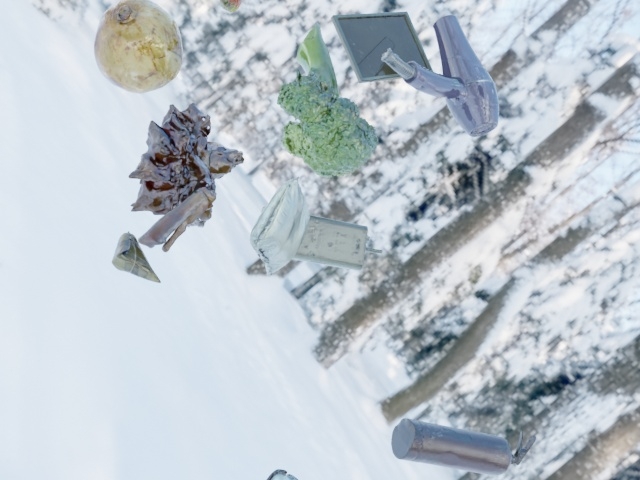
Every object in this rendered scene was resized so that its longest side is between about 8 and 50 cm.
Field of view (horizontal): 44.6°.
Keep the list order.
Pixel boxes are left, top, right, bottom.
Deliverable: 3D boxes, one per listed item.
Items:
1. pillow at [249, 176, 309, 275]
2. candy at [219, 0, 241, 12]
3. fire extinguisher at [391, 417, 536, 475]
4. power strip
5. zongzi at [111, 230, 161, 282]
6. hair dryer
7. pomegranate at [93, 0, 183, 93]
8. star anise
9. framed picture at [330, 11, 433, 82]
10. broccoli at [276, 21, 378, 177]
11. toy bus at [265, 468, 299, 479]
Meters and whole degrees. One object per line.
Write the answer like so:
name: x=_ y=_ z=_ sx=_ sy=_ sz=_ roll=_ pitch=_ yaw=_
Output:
pillow: x=-0.060 y=-0.017 z=1.251 sx=0.051 sy=0.128 sz=0.229 roll=31 pitch=-11 yaw=11
candy: x=-0.180 y=-0.646 z=1.949 sx=0.060 sy=0.201 sz=0.060 roll=36 pitch=35 yaw=-30
fire extinguisher: x=0.259 y=0.361 z=1.376 sx=0.268 sy=0.089 sz=0.072 roll=16 pitch=4 yaw=-22
power strip: x=0.000 y=0.000 z=1.538 sx=0.268 sy=0.092 sz=0.034 roll=10 pitch=-9 yaw=-17
zongzi: x=-0.287 y=0.027 z=1.250 sx=0.083 sy=0.040 sz=0.076 roll=25 pitch=31 yaw=-18
hair dryer: x=0.260 y=-0.398 z=1.772 sx=0.361 sy=0.121 sz=0.301 roll=2 pitch=66 yaw=-48
pomegranate: x=-0.428 y=-0.455 z=1.809 sx=0.215 sy=0.215 sz=0.215 roll=50 pitch=1 yaw=-2
star anise: x=-0.219 y=-0.089 z=1.238 sx=0.148 sy=0.237 sz=0.346 roll=9 pitch=29 yaw=3
framed picture: x=0.157 y=-0.478 z=1.919 sx=0.016 sy=0.250 sz=0.184 roll=-35 pitch=-105 yaw=53
broccoli: x=-0.015 y=-0.259 z=1.584 sx=0.302 sy=0.186 sz=0.254 roll=54 pitch=21 yaw=-6
toy bus: x=-0.008 y=0.404 z=1.090 sx=0.194 sy=0.087 sz=0.089 roll=38 pitch=1 yaw=-27
